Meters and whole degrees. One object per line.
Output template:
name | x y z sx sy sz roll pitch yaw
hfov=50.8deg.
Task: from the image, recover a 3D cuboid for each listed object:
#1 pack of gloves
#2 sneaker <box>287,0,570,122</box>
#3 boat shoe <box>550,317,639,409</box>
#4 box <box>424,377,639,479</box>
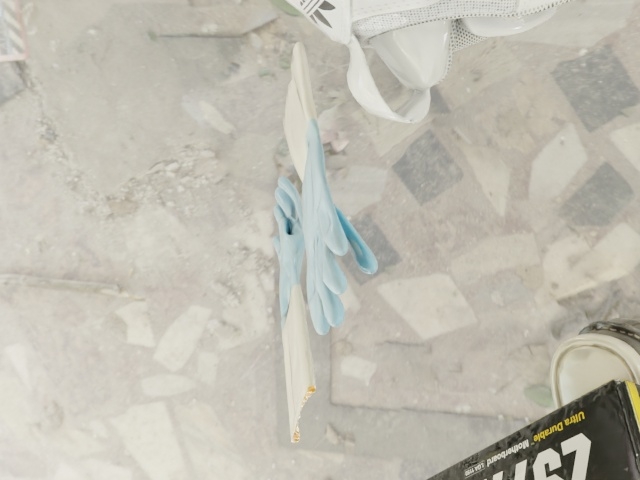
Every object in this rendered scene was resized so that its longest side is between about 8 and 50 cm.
pack of gloves | 0.000 0.000 0.506 0.046 0.232 0.195 0 137 -10
sneaker | 0.092 -0.236 0.348 0.366 0.137 0.210 -44 106 -10
boat shoe | 0.258 0.224 0.523 0.112 0.095 0.336 -3 96 54
box | 0.129 0.274 0.435 0.079 0.257 0.322 22 137 -19
